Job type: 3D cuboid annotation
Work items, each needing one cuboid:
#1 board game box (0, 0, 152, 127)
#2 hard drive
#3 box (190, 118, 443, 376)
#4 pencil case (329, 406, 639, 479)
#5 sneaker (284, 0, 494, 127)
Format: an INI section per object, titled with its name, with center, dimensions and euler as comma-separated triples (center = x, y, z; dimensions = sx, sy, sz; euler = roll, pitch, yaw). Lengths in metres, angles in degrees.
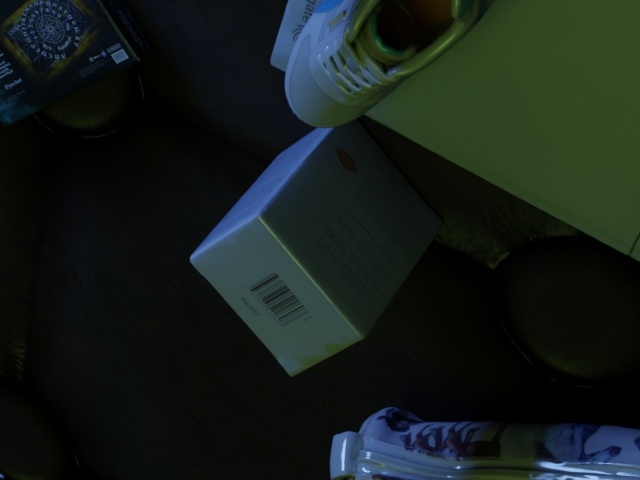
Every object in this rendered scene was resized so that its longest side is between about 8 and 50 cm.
[board game box]
center = -0.246, -0.181, 1.509
dimensions = 0.186, 0.026, 0.126
euler = -19, 111, 39
[hard drive]
center = 0.148, -0.145, 1.287
dimensions = 0.353, 0.047, 0.233
euler = 29, 132, 10
[box]
center = 0.000, 0.000, 1.396
dimensions = 0.091, 0.170, 0.130
euler = -32, 103, 40
[pencil case]
center = 0.213, 0.221, 1.436
dimensions = 0.410, 0.160, 0.183
euler = -1, 138, 31
[sneaker]
center = 0.040, -0.148, 1.254
dimensions = 0.087, 0.092, 0.228
euler = 44, 134, -6
